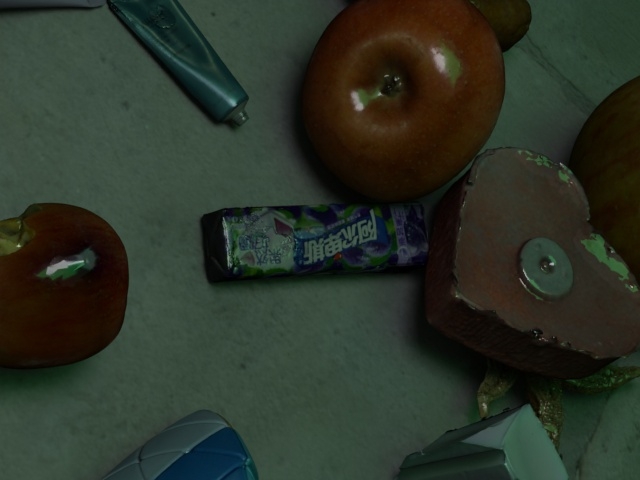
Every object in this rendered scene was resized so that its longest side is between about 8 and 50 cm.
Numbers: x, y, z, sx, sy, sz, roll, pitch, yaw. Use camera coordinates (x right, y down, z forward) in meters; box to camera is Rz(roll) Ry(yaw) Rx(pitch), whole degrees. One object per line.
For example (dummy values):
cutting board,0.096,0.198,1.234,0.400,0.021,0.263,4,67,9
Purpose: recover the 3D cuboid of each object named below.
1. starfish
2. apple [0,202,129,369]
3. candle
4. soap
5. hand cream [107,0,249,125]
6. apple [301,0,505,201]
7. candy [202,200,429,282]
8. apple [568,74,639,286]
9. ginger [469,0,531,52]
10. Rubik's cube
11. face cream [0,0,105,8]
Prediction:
starfish,0.302,0.164,1.755,0.299,0.060,0.302,41,50,-11
apple,-0.297,0.047,1.345,0.199,0.199,0.199,11,68,-30
candle,0.250,0.052,1.661,0.287,0.131,0.317,-25,75,-39
soap,0.195,0.284,1.544,0.091,0.230,0.145,-33,94,-36
hand cream,-0.165,-0.233,1.606,0.224,0.048,0.083,49,57,-4
apple,0.103,-0.186,1.625,0.251,0.272,0.206,48,14,-4
candy,0.000,0.000,1.619,0.312,0.061,0.088,-2,78,-34
apple,0.524,-0.050,1.828,0.400,0.333,0.400,30,47,-38
ginger,0.143,-0.343,1.773,0.321,0.172,0.165,31,34,-39
Rubik's cube,-0.117,0.301,1.398,0.254,0.254,0.254,11,68,-30
face cream,-0.373,-0.320,1.477,0.274,0.096,0.154,-23,84,-49
